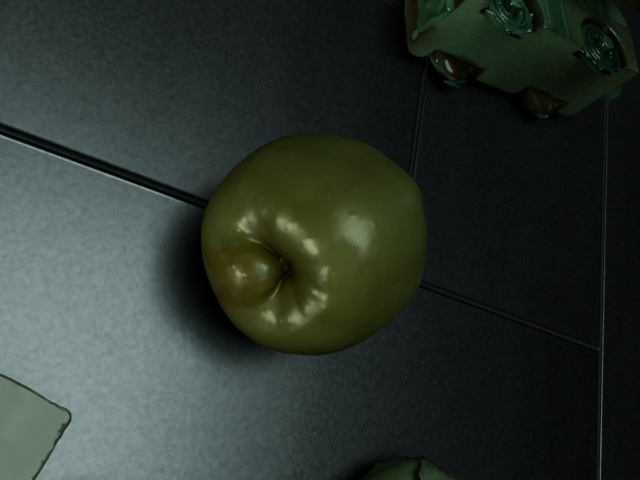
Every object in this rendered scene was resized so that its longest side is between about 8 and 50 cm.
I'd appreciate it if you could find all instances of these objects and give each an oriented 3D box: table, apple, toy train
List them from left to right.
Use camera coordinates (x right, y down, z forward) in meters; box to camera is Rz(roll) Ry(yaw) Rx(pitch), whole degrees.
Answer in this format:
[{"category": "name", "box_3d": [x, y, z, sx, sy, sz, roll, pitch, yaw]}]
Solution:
[{"category": "table", "box_3d": [-0.224, 0.125, 0.434, 0.079, 0.083, 0.062, 37, 62, -19]}, {"category": "apple", "box_3d": [0.000, 0.000, 0.547, 0.200, 0.200, 0.200, 8, 73, -30]}, {"category": "toy train", "box_3d": [0.253, -0.260, 0.803, 0.326, 0.129, 0.159, 12, 66, -28]}]

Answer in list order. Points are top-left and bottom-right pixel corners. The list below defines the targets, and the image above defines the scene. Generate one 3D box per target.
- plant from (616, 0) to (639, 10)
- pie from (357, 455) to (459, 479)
[{"category": "plant", "box_3d": [0.354, -0.388, 0.828, 0.251, 0.333, 0.180, -46, 104, -7]}, {"category": "pie", "box_3d": [0.054, 0.375, 0.546, 0.296, 0.078, 0.371, 12, 73, -27]}]
